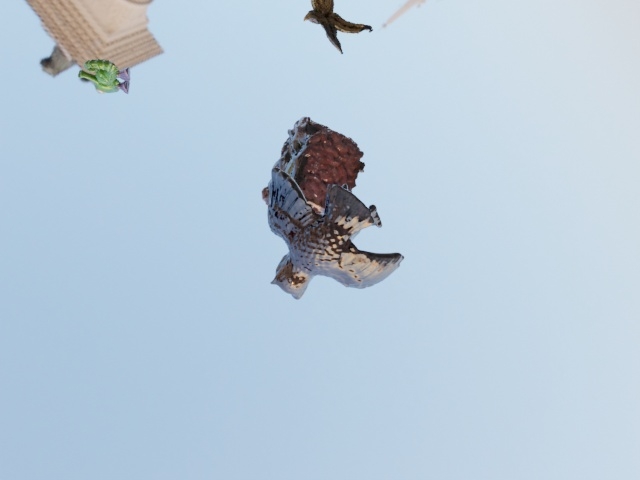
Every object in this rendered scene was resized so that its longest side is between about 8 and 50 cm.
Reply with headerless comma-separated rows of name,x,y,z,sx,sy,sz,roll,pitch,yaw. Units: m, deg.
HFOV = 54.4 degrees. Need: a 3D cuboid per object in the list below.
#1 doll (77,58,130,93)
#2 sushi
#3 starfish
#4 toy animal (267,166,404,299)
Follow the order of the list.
doll,-0.489,-0.373,1.411,0.115,0.190,0.050,0,-94,-20
sushi,-0.034,-0.161,1.553,0.170,0.236,0.270,25,-97,-32
starfish,0.019,-0.322,0.914,0.130,0.041,0.133,13,-112,-38
toy animal,-0.005,0.006,0.842,0.218,0.179,0.116,37,-170,-3
